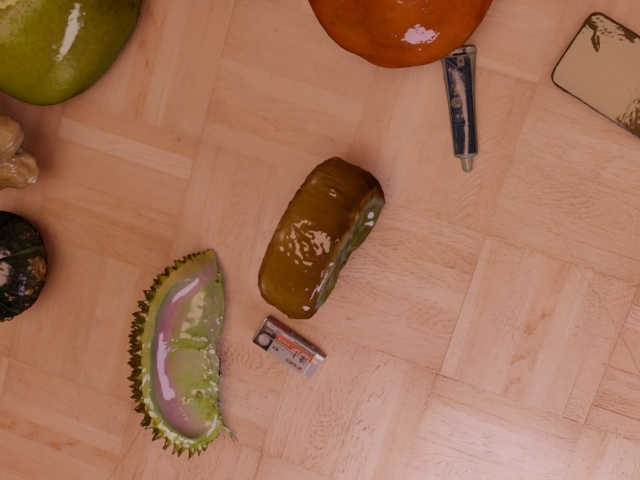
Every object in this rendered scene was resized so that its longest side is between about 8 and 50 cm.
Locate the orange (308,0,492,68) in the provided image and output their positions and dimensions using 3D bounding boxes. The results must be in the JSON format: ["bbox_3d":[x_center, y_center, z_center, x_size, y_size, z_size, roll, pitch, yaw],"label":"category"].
[{"bbox_3d":[0.114,-0.389,1.367,0.284,0.226,0.283,5,107,16],"label":"orange"}]

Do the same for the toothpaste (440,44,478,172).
[{"bbox_3d":[0.222,-0.204,1.478,0.057,0.035,0.197,-5,97,4],"label":"toothpaste"}]

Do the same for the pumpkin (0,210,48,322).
[{"bbox_3d":[-0.560,0.043,1.639,0.190,0.146,0.190,1,108,3],"label":"pumpkin"}]

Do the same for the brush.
[{"bbox_3d":[0.451,-0.238,1.408,0.197,0.059,0.123,34,103,3],"label":"brush"}]

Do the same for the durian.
[{"bbox_3d":[-0.239,0.202,1.601,0.170,0.157,0.355,-5,101,-4],"label":"durian"}]

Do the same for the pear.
[{"bbox_3d":[-0.434,-0.415,1.477,0.318,0.238,0.342,-28,94,24],"label":"pear"}]

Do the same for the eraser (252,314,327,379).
[{"bbox_3d":[-0.053,0.182,1.617,0.122,0.029,0.052,35,106,4],"label":"eraser"}]

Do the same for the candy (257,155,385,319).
[{"bbox_3d":[0.000,0.000,1.454,0.118,0.260,0.259,26,105,12],"label":"candy"}]

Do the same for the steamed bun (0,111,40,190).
[{"bbox_3d":[-0.604,-0.162,1.545,0.292,0.137,0.295,16,147,26],"label":"steamed bun"}]
